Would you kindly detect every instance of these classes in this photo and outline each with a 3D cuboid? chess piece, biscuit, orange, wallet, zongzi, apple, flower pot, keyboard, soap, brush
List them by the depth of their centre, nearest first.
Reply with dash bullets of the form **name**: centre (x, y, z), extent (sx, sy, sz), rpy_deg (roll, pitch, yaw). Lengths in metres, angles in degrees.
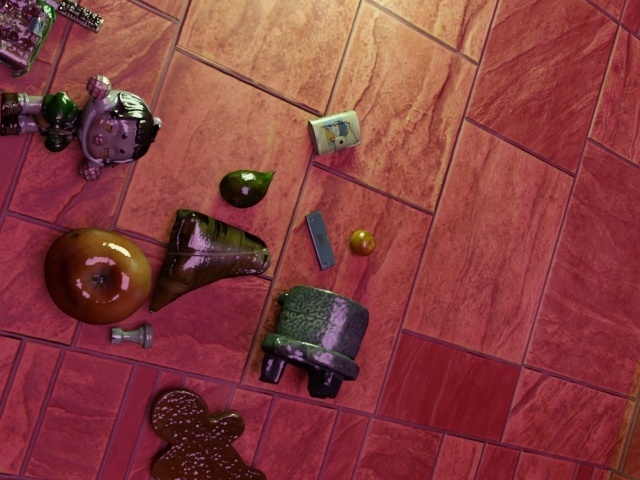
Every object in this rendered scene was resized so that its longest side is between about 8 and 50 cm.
- **soap**: centre (-0.750, -0.519, 1.623), extent (0.273, 0.098, 0.218), rpy_deg (28, 83, -27)
- **brush**: centre (-0.637, -0.573, 1.722), extent (0.248, 0.036, 0.043), rpy_deg (25, 73, -28)
- **apple**: centre (-0.531, 0.085, 1.736), extent (0.254, 0.253, 0.253), rpy_deg (-3, 96, -30)
- **chess piece**: centre (-0.489, 0.247, 1.873), extent (0.103, 0.067, 0.067), rpy_deg (4, 93, -21)
- **zongzi**: centre (-0.295, 0.090, 1.922), extent (0.286, 0.134, 0.288), rpy_deg (23, 83, -27)
- **biscuit**: centre (-0.326, 0.582, 1.994), extent (0.283, 0.064, 0.432), rpy_deg (-33, 108, -14)
- **flower pot**: centre (-0.027, 0.286, 2.014), extent (0.299, 0.299, 0.282), rpy_deg (26, 76, -29)
- **wallet**: centre (0.045, -0.316, 2.134), extent (0.155, 0.039, 0.110), rpy_deg (-20, 103, -26)
- **keyboard**: centre (0.001, 0.000, 2.154), extent (0.055, 0.014, 0.176), rpy_deg (-24, 106, -27)
- **orange**: centre (0.127, 0.009, 2.196), extent (0.083, 0.070, 0.083), rpy_deg (-5, 98, -42)

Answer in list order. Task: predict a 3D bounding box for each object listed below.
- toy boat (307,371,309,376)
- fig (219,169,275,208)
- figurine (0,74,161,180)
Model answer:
- **toy boat**: centre (0.016, 0.364, 2.186), extent (0.149, 0.034, 0.105), rpy_deg (-50, 118, -16)
- **fig**: centre (-0.186, -0.149, 1.985), extent (0.177, 0.117, 0.117), rpy_deg (-19, 105, -42)
- **figurine**: centre (-0.562, -0.278, 1.727), extent (0.370, 0.167, 0.281), rpy_deg (4, 127, -20)
